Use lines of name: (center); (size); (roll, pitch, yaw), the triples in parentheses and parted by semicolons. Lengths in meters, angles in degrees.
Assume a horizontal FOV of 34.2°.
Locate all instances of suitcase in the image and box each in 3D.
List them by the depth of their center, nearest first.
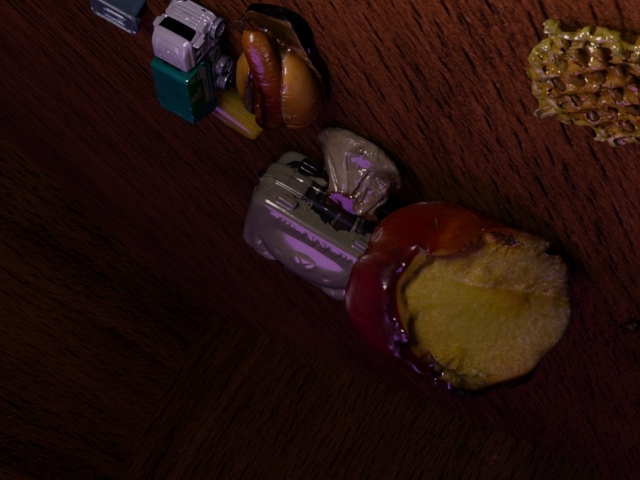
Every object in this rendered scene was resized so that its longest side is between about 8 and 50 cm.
suitcase: (0.000, 0.000, 2.277); (0.352, 0.194, 0.339); (32, 155, 2)

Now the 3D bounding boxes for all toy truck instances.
toy truck: (-0.232, -0.314, 1.848); (0.114, 0.124, 0.253); (29, 158, 13)

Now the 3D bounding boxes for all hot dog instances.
hot dog: (-0.089, -0.277, 1.798); (0.194, 0.107, 0.326); (22, 162, 25)

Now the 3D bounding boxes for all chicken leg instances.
chicken leg: (0.638, 0.180, 2.135); (0.036, 0.021, 0.083); (18, 168, 2)

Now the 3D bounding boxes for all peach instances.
peach: (0.270, 0.101, 1.983); (0.417, 0.339, 0.353); (22, -164, 13)

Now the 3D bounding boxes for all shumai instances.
shumai: (0.055, -0.119, 1.990); (0.201, 0.120, 0.201); (34, 164, 12)

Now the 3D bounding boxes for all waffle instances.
waffle: (0.385, -0.195, 1.339); (0.254, 0.052, 0.245); (22, 161, 21)

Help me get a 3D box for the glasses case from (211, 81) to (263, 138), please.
glasses case: (-0.202, -0.287, 2.016); (0.234, 0.079, 0.064); (34, 157, -16)

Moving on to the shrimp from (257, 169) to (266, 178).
shrimp: (-0.071, -0.095, 2.463); (0.198, 0.051, 0.262); (36, 160, -2)

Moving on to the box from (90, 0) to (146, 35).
box: (-0.366, -0.429, 1.897); (0.099, 0.054, 0.074); (30, 163, -3)
